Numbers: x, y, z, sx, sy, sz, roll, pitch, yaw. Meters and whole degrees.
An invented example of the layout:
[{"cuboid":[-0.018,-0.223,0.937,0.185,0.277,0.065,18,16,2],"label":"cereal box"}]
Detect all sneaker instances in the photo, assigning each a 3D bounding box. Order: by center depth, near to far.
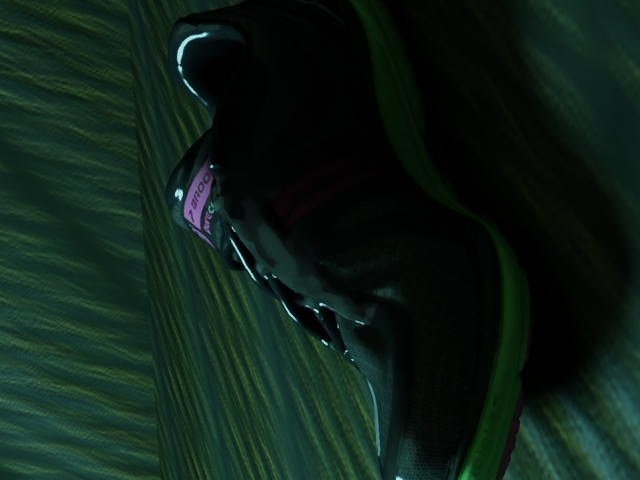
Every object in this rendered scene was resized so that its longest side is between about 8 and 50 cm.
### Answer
[{"cuboid":[0.000,0.000,0.864,0.185,0.202,0.483,99,157,-43],"label":"sneaker"}]
